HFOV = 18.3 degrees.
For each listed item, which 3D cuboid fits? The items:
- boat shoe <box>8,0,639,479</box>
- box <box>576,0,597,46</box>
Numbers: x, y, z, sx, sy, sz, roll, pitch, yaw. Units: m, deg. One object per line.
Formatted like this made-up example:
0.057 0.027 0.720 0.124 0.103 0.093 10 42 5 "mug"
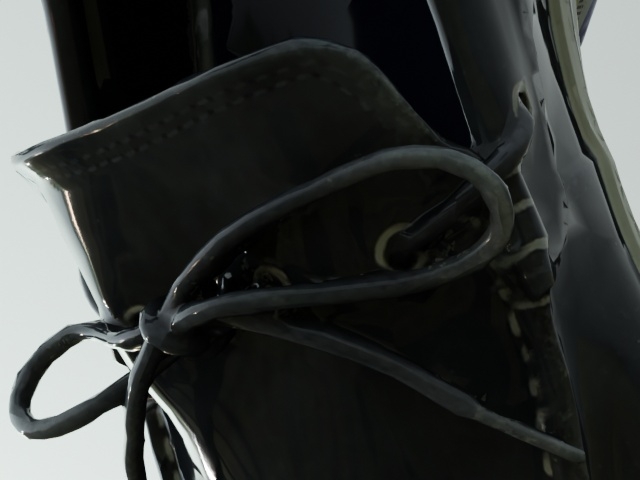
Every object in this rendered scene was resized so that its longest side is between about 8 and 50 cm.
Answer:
0.000 0.000 0.545 0.186 0.500 0.156 -15 -10 40 "boat shoe"
0.101 -0.167 1.311 0.137 0.126 0.072 -29 -37 -51 "box"
